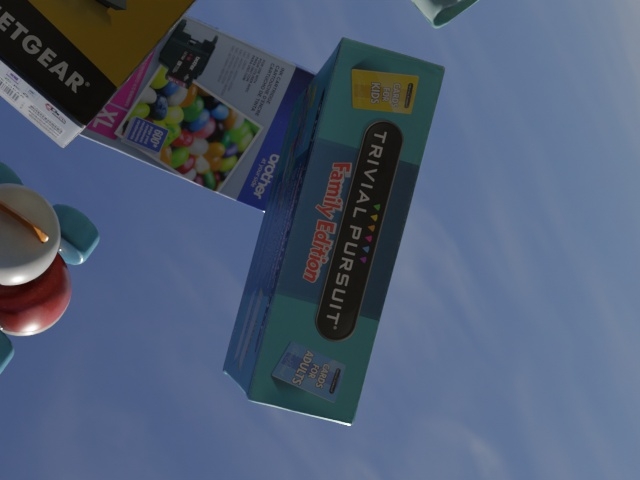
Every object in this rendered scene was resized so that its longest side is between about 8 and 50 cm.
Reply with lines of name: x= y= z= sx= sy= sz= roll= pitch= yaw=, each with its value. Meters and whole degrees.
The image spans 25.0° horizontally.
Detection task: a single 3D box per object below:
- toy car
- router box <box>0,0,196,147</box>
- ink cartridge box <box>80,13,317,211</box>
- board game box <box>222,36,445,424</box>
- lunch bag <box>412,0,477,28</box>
toy car: x=-0.371 y=-0.007 z=1.626 sx=0.210 sy=0.238 sz=0.219 roll=33 pitch=-120 yaw=2
router box: x=-0.213 y=-0.257 z=1.002 sx=0.309 sy=0.081 sz=0.243 roll=41 pitch=-110 yaw=-12
ink cartridge box: x=-0.129 y=-0.160 z=1.776 sx=0.311 sy=0.185 sz=0.065 roll=23 pitch=-172 yaw=-16
board game box: x=0.000 y=0.000 z=1.132 sx=0.336 sy=0.079 sz=0.253 roll=166 pitch=118 yaw=-83
lunch bag: x=0.085 y=-0.379 z=1.502 sx=0.223 sy=0.160 sz=0.262 roll=54 pitch=-174 yaw=-36
